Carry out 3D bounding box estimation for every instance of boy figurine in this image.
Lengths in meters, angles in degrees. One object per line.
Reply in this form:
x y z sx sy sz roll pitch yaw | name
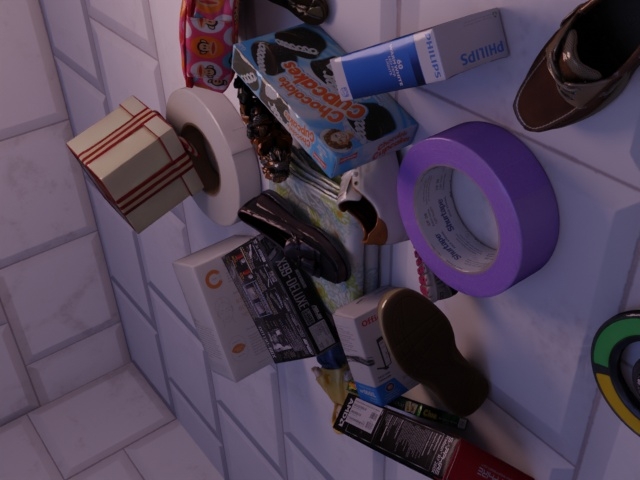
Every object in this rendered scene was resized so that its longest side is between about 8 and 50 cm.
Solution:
0.034 0.356 1.887 0.177 0.092 0.285 0 109 56 | boy figurine

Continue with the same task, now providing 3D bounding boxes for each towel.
0.000 0.000 1.660 0.320 0.090 0.375 37 142 41 | towel

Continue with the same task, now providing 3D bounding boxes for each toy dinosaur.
-0.124 -0.285 1.567 0.322 0.164 0.218 54 155 18 | toy dinosaur

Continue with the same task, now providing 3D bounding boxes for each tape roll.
0.247 -0.049 1.205 0.275 0.090 0.275 39 142 39 | tape roll
-0.291 -0.226 1.987 0.392 0.072 0.392 40 143 39 | tape roll

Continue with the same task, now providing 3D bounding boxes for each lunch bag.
-0.218 -0.482 1.537 0.293 0.120 0.258 109 166 -58 | lunch bag

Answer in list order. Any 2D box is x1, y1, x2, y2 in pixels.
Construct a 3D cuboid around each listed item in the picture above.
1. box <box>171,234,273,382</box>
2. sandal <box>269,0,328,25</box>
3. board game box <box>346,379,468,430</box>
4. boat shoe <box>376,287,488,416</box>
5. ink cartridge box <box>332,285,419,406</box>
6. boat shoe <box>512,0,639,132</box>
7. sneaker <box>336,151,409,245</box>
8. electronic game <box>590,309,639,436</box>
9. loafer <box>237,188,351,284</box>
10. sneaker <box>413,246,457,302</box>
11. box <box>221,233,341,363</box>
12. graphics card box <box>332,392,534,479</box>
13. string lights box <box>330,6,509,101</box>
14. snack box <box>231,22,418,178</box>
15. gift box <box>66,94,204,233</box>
-0.237 0.182 2.068 0.168 0.215 0.345 6 116 58 | box
-0.061 -0.492 1.410 0.219 0.060 0.090 37 150 17 | sandal
0.182 0.354 1.607 0.259 0.136 0.030 5 72 57 | board game box
0.190 0.201 1.380 0.341 0.121 0.110 53 173 -33 | boat shoe
0.131 0.217 1.548 0.086 0.148 0.203 6 118 59 | ink cartridge box
0.325 -0.230 0.898 0.123 0.116 0.324 58 151 12 | boat shoe
0.076 -0.127 1.374 0.290 0.123 0.106 69 153 16 | sneaker
0.484 0.204 1.051 0.229 0.048 0.229 40 143 39 | electronic game
-0.062 0.005 1.580 0.302 0.095 0.109 42 144 33 | loafer
0.216 0.030 1.357 0.063 0.074 0.170 124 141 -77 | sneaker
-0.102 0.137 1.769 0.307 0.076 0.242 63 150 0 | box
0.220 0.431 1.513 0.232 0.094 0.371 33 165 -28 | graphics card box
0.145 -0.280 1.144 0.259 0.133 0.077 4 115 58 | string lights box
0.002 -0.263 1.341 0.322 0.187 0.060 50 148 25 | snack box
-0.475 -0.203 1.986 0.255 0.258 0.276 41 164 34 | gift box
